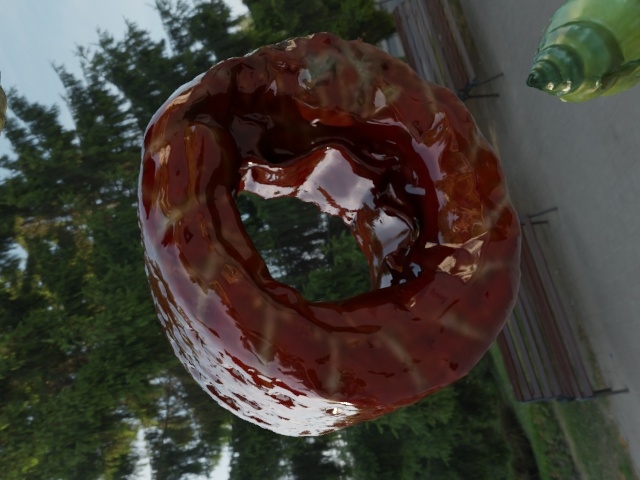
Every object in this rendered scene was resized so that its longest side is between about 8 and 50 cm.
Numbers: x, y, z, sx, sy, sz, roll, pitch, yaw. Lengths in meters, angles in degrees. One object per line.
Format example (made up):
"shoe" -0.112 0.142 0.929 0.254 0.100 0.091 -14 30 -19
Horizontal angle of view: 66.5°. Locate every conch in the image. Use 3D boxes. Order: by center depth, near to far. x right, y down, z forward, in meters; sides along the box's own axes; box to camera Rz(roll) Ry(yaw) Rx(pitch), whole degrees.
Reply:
"conch" 0.234 -0.155 0.392 0.095 0.200 0.080 -33 72 58

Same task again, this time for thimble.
"thimble" 0.000 0.000 0.483 0.231 0.349 0.351 124 137 -61

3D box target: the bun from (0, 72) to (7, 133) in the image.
"bun" -0.347 -0.134 0.370 0.220 0.134 0.221 17 -110 -57
